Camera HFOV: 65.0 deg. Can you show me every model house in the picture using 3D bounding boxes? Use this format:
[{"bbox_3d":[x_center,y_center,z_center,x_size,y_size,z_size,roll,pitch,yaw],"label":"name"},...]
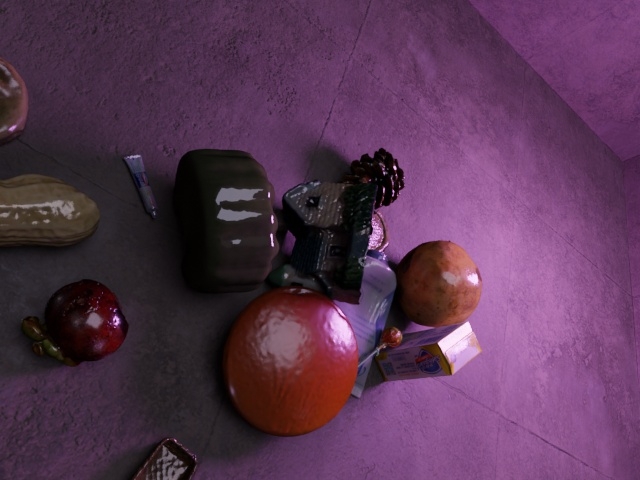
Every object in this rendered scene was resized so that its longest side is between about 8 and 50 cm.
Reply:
[{"bbox_3d":[0.000,0.000,1.360,0.285,0.243,0.298,7,66,9],"label":"model house"}]

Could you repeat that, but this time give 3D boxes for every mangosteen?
[{"bbox_3d":[-0.484,0.172,1.004,0.180,0.166,0.166,-31,92,-15],"label":"mangosteen"}]

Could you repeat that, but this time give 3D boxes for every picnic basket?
[{"bbox_3d":[-0.344,0.509,1.030,0.110,0.055,0.193,47,51,-12],"label":"picnic basket"}]

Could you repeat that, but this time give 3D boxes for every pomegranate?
[{"bbox_3d":[0.368,0.140,1.581,0.281,0.281,0.280,15,64,-33],"label":"pomegranate"}]

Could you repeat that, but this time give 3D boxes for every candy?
[{"bbox_3d":[0.159,0.311,1.428,0.201,0.060,0.060,-32,93,-34],"label":"candy"}]

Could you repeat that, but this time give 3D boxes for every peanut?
[{"bbox_3d":[-0.610,-0.061,1.000,0.313,0.152,0.152,-1,73,-34],"label":"peanut"}]

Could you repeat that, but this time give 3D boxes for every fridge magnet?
[{"bbox_3d":[-0.070,0.293,1.238,0.364,0.155,0.363,4,82,-30],"label":"fridge magnet"}]

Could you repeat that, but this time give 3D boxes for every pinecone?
[{"bbox_3d":[0.168,-0.196,1.633,0.205,0.179,0.184,-9,55,-22],"label":"pinecone"}]

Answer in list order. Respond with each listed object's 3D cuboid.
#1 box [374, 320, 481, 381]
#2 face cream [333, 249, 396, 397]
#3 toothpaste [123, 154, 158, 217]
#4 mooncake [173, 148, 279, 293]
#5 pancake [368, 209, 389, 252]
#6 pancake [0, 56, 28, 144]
[{"bbox_3d":[0.306,0.326,1.464,0.168,0.265,0.097,-19,87,-42],"label":"box"},{"bbox_3d":[0.098,0.216,1.470,0.235,0.137,0.419,34,66,-24],"label":"face cream"},{"bbox_3d":[-0.436,-0.134,1.236,0.045,0.028,0.169,-18,82,-34],"label":"toothpaste"},{"bbox_3d":[-0.225,-0.049,1.179,0.188,0.351,0.350,-2,73,-26],"label":"mooncake"},{"bbox_3d":[0.161,-0.033,1.657,0.184,0.020,0.190,30,56,-23],"label":"pancake"},{"bbox_3d":[-0.766,-0.304,1.039,0.295,0.050,0.294,14,66,-33],"label":"pancake"}]
